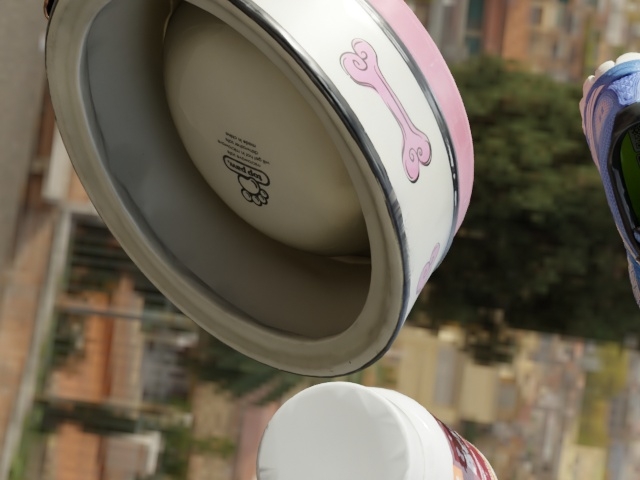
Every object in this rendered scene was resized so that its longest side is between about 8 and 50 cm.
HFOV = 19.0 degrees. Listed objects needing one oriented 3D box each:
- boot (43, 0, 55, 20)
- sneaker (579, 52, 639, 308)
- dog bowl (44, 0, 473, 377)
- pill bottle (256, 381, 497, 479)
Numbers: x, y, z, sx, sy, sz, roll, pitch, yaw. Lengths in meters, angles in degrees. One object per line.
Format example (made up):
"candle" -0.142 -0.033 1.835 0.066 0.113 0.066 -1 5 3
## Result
"boot" -0.199 -0.223 2.375 0.096 0.264 0.280 -59 175 -6
"sneaker" 0.311 0.008 1.639 0.330 0.130 0.147 62 17 -16
"dog bowl" -0.043 -0.090 1.630 0.150 0.408 0.408 -40 143 -33
"pill bottle" 0.075 0.303 2.328 0.392 0.224 0.224 41 56 -66
